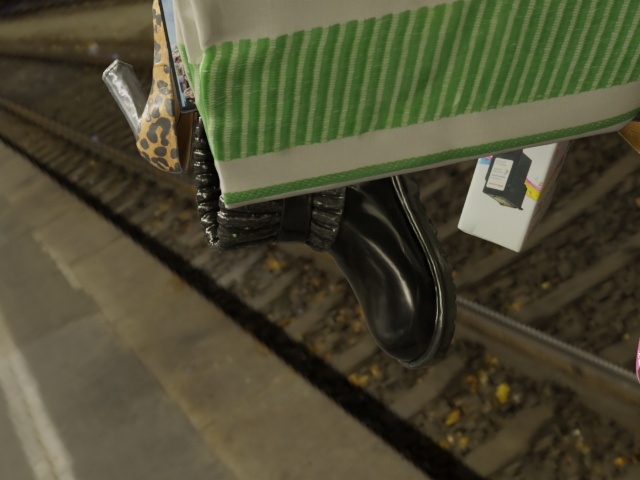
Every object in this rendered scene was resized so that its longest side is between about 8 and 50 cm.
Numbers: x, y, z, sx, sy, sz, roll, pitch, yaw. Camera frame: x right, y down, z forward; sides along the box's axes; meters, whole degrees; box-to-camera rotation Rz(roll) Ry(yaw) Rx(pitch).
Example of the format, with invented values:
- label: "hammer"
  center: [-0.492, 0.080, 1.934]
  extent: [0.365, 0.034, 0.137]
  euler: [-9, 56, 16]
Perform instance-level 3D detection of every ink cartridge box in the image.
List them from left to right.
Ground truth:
- label: "ink cartridge box"
  center: [0.213, -0.095, 1.261]
  extent: [0.072, 0.175, 0.127]
  euler: [22, 33, 14]

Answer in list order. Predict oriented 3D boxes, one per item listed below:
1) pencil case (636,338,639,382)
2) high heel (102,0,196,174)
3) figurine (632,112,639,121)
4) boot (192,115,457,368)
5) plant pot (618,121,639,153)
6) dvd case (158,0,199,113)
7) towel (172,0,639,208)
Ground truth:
- label: "pencil case"
  center: [0.387, 0.112, 1.125]
  extent: [0.209, 0.095, 0.098]
  euler: [-13, 57, 58]
- label: "high heel"
  center: [-0.148, -0.214, 1.503]
  extent: [0.261, 0.186, 0.093]
  euler: [-45, -27, 26]
- label: "figurine"
  center: [0.180, -0.184, 0.958]
  extent: [0.209, 0.092, 0.215]
  euler: [21, 46, 10]
- label: "boot"
  center: [-0.002, 0.001, 1.455]
  extent: [0.260, 0.348, 0.131]
  euler: [-7, -18, -34]
- label: "plant pot"
  center: [0.469, -0.132, 1.248]
  extent: [0.254, 0.237, 0.237]
  euler: [-48, 14, 15]
- label: "dvd case"
  center: [-0.069, -0.242, 1.295]
  extent: [0.253, 0.180, 0.022]
  euler: [-7, 6, 37]
- label: "towel"
  center: [0.049, -0.139, 0.514]
  extent: [0.248, 0.325, 0.038]
  euler: [-11, 55, -2]
